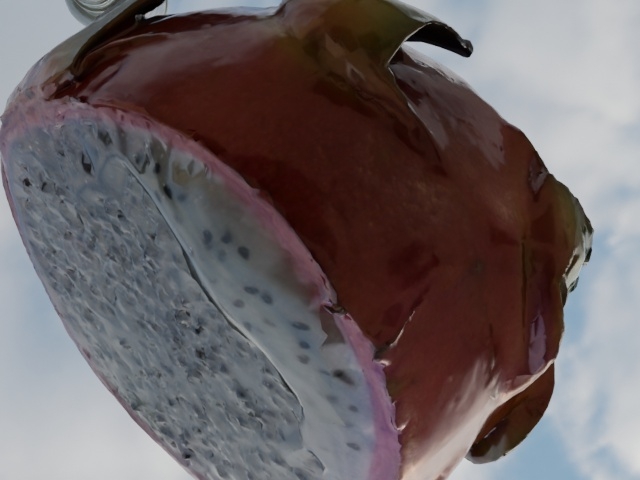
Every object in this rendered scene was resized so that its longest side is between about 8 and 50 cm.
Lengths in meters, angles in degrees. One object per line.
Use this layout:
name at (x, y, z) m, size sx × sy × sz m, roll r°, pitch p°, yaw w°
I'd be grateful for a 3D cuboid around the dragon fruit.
dragon fruit at (0.000, 0.000, 0.647) m, size 0.189 × 0.290 × 0.291 m, roll -37°, pitch -86°, yaw -28°

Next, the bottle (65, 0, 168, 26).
bottle at (-0.141, -0.169, 0.896) m, size 0.060 × 0.217 × 0.060 m, roll 0°, pitch -85°, yaw -1°
